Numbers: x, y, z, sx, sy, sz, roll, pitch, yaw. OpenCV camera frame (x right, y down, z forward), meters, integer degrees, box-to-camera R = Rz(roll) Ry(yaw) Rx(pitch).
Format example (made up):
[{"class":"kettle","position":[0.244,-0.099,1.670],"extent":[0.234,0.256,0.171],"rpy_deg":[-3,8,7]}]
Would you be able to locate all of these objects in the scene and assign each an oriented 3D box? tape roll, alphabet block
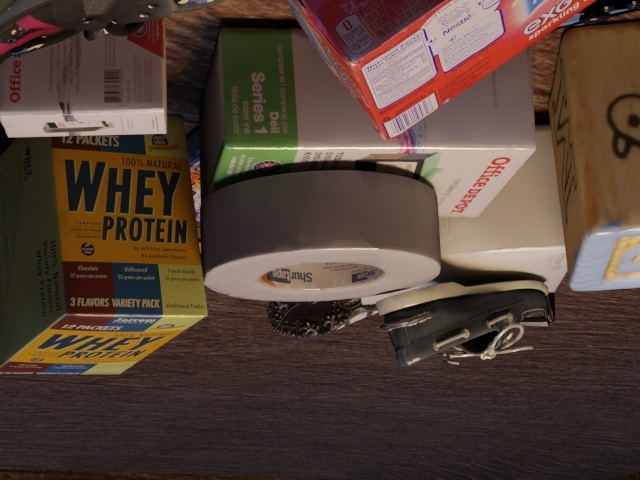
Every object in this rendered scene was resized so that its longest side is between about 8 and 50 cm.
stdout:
[{"class":"tape roll","position":[0.000,0.000,1.363],"extent":[0.219,0.072,0.219],"rpy_deg":[-3,166,-1]},{"class":"alphabet block","position":[0.318,-0.076,1.371],"extent":[0.192,0.197,0.193],"rpy_deg":[-5,162,1]}]

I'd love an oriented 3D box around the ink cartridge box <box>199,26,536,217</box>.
[{"class":"ink cartridge box","position":[0.036,-0.102,1.363],"extent":[0.278,0.117,0.201],"rpy_deg":[0,163,-10]}]

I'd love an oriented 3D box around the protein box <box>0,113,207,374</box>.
[{"class":"protein box","position":[-0.217,0.005,1.386],"extent":[0.136,0.199,0.201],"rpy_deg":[3,160,-31]}]

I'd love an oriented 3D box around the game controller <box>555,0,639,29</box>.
[{"class":"game controller","position":[0.147,-0.172,1.128],"extent":[0.166,0.067,0.319],"rpy_deg":[0,179,-33]}]

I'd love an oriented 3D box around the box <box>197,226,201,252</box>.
[{"class":"box","position":[-0.221,0.000,1.732],"extent":[0.164,0.021,0.201],"rpy_deg":[10,168,-39]}]

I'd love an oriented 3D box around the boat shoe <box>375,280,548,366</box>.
[{"class":"boat shoe","position":[0.154,0.083,1.512],"extent":[0.095,0.079,0.254],"rpy_deg":[-18,170,34]}]

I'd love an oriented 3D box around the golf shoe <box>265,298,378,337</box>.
[{"class":"golf shoe","position":[0.029,0.083,1.984],"extent":[0.198,0.077,0.094],"rpy_deg":[-15,173,8]}]

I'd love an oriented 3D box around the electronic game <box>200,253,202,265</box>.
[{"class":"electronic game","position":[-0.047,0.025,1.855],"extent":[0.229,0.048,0.229],"rpy_deg":[-4,170,-1]}]

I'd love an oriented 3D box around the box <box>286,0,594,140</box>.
[{"class":"box","position":[0.102,-0.195,0.918],"extent":[0.257,0.122,0.128],"rpy_deg":[-34,159,0]}]

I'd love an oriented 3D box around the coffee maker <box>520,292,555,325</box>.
[{"class":"coffee maker","position":[0.197,0.053,1.875],"extent":[0.178,0.120,0.171],"rpy_deg":[-10,161,17]}]

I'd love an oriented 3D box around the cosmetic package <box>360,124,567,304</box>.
[{"class":"cosmetic package","position":[0.149,-0.022,1.585],"extent":[0.225,0.138,0.224],"rpy_deg":[-5,166,1]}]

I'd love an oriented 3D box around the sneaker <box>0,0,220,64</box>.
[{"class":"sneaker","position":[-0.177,-0.178,0.987],"extent":[0.202,0.185,0.483],"rpy_deg":[14,157,-33]}]

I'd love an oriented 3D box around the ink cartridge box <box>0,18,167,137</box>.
[{"class":"ink cartridge box","position":[-0.196,-0.140,1.233],"extent":[0.135,0.099,0.056],"rpy_deg":[-1,163,-4]}]

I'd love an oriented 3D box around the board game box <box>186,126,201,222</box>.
[{"class":"board game box","position":[-0.105,-0.066,1.582],"extent":[0.136,0.035,0.201],"rpy_deg":[6,160,-28]}]

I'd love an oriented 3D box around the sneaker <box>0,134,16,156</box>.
[{"class":"sneaker","position":[-0.323,-0.072,1.521],"extent":[0.058,0.052,0.135],"rpy_deg":[3,156,13]}]
